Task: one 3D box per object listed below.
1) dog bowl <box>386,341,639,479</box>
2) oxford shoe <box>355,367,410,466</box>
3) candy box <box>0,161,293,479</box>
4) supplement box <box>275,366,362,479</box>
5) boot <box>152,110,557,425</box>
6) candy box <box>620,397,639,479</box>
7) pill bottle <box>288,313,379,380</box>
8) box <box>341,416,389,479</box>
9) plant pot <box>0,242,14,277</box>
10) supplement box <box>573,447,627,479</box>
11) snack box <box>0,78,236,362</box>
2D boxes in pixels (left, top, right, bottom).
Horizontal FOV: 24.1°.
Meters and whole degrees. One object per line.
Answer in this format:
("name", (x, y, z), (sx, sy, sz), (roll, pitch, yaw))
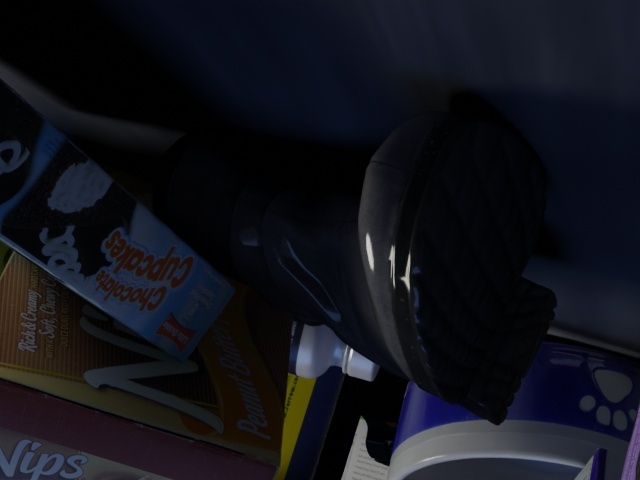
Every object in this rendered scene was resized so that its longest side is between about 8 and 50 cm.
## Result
("dog bowl", (0.193, 0.191, 1.274), (0.265, 0.104, 0.265), (10, 150, 6))
("oxford shoe", (0.083, 0.148, 1.555), (0.083, 0.096, 0.227), (11, 150, 5))
("candy box", (-0.115, 0.063, 0.951), (0.183, 0.087, 0.316), (18, -156, -6))
("supplement box", (-0.142, 0.140, 1.557), (0.356, 0.195, 0.194), (16, 170, 12))
("boot", (0.000, 0.000, 0.805), (0.222, 0.118, 0.338), (25, 165, 18))
("candy box", (0.252, 0.143, 0.963), (0.070, 0.165, 0.196), (16, 170, 0))
("pill bottle", (-0.030, 0.054, 1.174), (0.169, 0.094, 0.094), (16, 170, 8))
("box", (0.022, 0.296, 1.771), (0.232, 0.322, 0.058), (9, 171, 45))
("plant pot", (-0.351, -0.001, 1.113), (0.228, 0.207, 0.227), (14, 169, 13))
("supplement box", (0.229, 0.260, 1.161), (0.114, 0.111, 0.220), (13, 150, -3))
("snack box", (-0.179, -0.049, 0.752), (0.187, 0.060, 0.322), (33, 173, 26))
